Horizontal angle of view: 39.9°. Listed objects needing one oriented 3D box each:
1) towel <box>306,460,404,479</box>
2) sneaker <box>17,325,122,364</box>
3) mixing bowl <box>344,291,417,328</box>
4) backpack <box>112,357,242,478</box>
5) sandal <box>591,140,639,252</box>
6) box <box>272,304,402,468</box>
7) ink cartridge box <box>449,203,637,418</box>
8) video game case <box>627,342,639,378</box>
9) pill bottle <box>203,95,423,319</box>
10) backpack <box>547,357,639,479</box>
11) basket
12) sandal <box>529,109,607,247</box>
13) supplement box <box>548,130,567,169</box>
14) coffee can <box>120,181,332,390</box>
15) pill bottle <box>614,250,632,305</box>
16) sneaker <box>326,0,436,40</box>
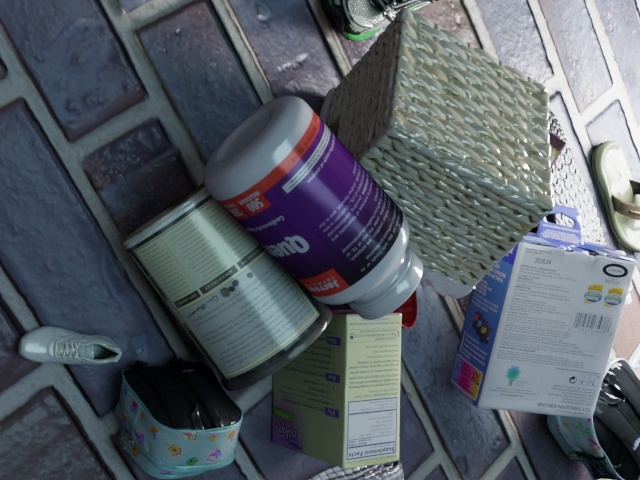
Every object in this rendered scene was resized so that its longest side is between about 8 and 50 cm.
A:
[{"bbox_3d":[0.036,0.528,1.544,0.283,0.121,0.235,-11,96,-35],"label":"towel"},{"bbox_3d":[-0.363,0.156,1.294,0.152,0.061,0.054,7,88,-34],"label":"sneaker"},{"bbox_3d":[0.095,0.080,1.580,0.181,0.098,0.181,46,35,-47],"label":"mixing bowl"},{"bbox_3d":[-0.210,0.275,1.325,0.165,0.188,0.144,3,104,-37],"label":"backpack"},{"bbox_3d":[0.724,-0.094,2.057,0.120,0.086,0.303,-43,114,-27],"label":"sandal"},{"bbox_3d":[0.024,0.234,1.476,0.117,0.213,0.243,3,88,-35],"label":"box"},{"bbox_3d":[0.438,0.130,1.724,0.270,0.151,0.396,9,101,-20],"label":"ink cartridge box"},{"bbox_3d":[0.821,0.326,2.166,0.201,0.023,0.183,-46,115,-26],"label":"video game case"},{"bbox_3d":[0.000,-0.036,1.246,0.323,0.181,0.181,46,65,-23],"label":"pill bottle"},{"bbox_3d":[0.608,0.373,1.910,0.253,0.191,0.225,51,60,-32],"label":"backpack"},{"bbox_3d":[0.185,-0.142,1.458,0.331,0.266,0.328,26,47,-18],"label":"basket"},{"bbox_3d":[0.503,-0.069,1.904,0.167,0.107,0.446,-14,85,-34],"label":"sandal"},{"bbox_3d":[0.395,-0.143,1.779,0.104,0.081,0.188,34,83,-2],"label":"supplement box"},{"bbox_3d":[-0.140,0.058,1.338,0.201,0.201,0.275,-40,101,-29],"label":"coffee can"},{"bbox_3d":[0.682,0.089,2.039,0.067,0.067,0.120,-24,104,-33],"label":"pill bottle"},{"bbox_3d":[0.149,-0.475,1.608,0.343,0.146,0.134,-37,110,-29],"label":"sneaker"}]
